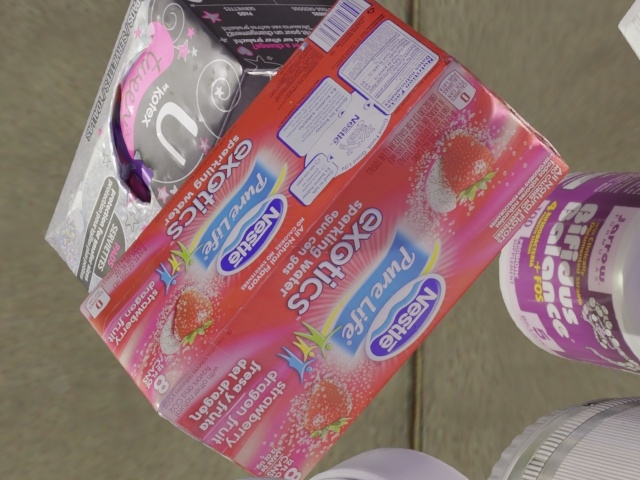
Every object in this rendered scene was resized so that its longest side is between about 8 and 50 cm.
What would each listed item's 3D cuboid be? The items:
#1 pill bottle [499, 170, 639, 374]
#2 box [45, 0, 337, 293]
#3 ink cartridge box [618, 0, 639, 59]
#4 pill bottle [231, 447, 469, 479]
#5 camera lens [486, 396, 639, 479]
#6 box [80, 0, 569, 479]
[{"bbox_3d":[0.282,0.029,1.561,0.169,0.301,0.169,-1,93,-22],"label":"pill bottle"},{"bbox_3d":[-0.073,-0.061,1.405,0.142,0.163,0.247,46,126,34],"label":"box"},{"bbox_3d":[0.369,-0.204,1.614,0.212,0.093,0.154,-58,43,37],"label":"ink cartridge box"},{"bbox_3d":[-0.028,0.125,0.511,0.108,0.180,0.108,18,118,37],"label":"pill bottle"},{"bbox_3d":[0.260,0.227,1.361,0.219,0.274,0.219,-1,91,-24],"label":"camera lens"},{"bbox_3d":[0.000,0.000,1.112,0.257,0.128,0.122,-50,127,3],"label":"box"}]
